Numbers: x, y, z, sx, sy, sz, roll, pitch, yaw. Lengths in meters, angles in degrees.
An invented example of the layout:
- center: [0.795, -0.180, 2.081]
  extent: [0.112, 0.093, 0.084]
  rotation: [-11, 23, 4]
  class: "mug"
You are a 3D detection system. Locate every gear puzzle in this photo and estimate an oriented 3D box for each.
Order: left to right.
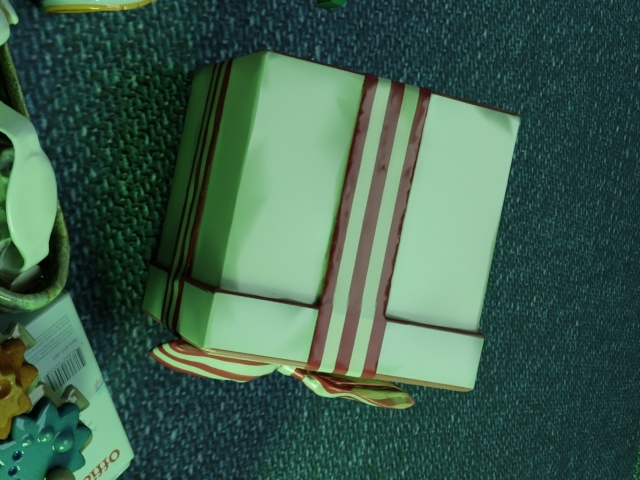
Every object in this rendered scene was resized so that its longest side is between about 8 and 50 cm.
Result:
- center: [-0.260, 0.097, 0.669]
  extent: [0.175, 0.044, 0.339]
  rotation: [-48, 138, -20]
  class: "gear puzzle"

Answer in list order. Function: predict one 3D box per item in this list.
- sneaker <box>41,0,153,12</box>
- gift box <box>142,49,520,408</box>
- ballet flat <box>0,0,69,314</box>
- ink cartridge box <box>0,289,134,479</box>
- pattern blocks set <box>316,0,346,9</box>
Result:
- center: [-0.113, -0.262, 0.844]
  extent: [0.262, 0.099, 0.121]
  rotation: [-35, 124, -45]
  class: "sneaker"
- center: [0.000, 0.000, 0.925]
  extent: [0.255, 0.276, 0.258]
  rotation: [11, 89, -16]
  class: "gift box"
- center: [-0.237, -0.101, 0.703]
  extent: [0.123, 0.123, 0.348]
  rotation: [-38, 130, -42]
  class: "ballet flat"
- center: [-0.231, 0.135, 0.828]
  extent: [0.127, 0.072, 0.175]
  rotation: [-43, 134, -38]
  class: "ink cartridge box"
- center: [-0.030, -0.355, 0.901]
  extent: [0.285, 0.026, 0.324]
  rotation: [-47, 121, -60]
  class: "pattern blocks set"
